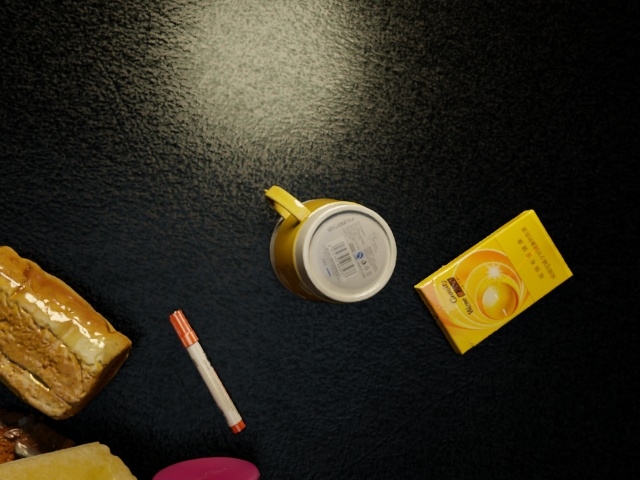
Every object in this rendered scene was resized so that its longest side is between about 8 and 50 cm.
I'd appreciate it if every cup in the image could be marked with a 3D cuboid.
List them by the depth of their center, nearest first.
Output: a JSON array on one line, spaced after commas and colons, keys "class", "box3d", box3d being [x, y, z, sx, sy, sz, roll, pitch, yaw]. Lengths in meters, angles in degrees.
[{"class": "cup", "box3d": [0.000, 0.000, 0.895, 0.241, 0.226, 0.185, 43, 82, -11]}]

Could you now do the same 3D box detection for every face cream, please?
[{"class": "face cream", "box3d": [-0.181, 0.468, 0.867, 0.175, 0.175, 0.195, -2, 86, -8]}]

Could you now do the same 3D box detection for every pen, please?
[{"class": "pen", "box3d": [-0.199, 0.230, 0.954, 0.028, 0.028, 0.239, -29, 91, -8]}]

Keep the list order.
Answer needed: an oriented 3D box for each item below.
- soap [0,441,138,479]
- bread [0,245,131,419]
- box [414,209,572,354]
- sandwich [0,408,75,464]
[{"class": "soap", "box3d": [-0.365, 0.427, 0.691, 0.293, 0.335, 0.156, 41, 105, 30]}, {"class": "bread", "box3d": [-0.460, 0.141, 0.873, 0.294, 0.132, 0.167, 37, 83, -5]}, {"class": "box", "box3d": [0.327, 0.076, 1.026, 0.269, 0.043, 0.152, -34, 91, -9]}, {"class": "sandwich", "box3d": [-0.515, 0.335, 0.866, 0.160, 0.109, 0.185, -40, 92, -6]}]
